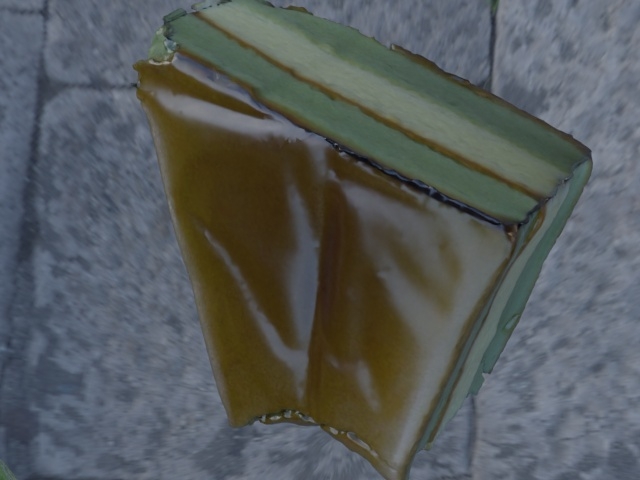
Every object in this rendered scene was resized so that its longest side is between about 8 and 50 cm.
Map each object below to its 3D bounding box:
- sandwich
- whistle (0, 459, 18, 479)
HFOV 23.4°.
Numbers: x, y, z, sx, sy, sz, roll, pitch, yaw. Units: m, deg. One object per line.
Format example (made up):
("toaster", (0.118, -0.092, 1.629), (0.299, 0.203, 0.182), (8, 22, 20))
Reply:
("sandwich", (0.000, 0.000, 0.873), (0.227, 0.155, 0.198), (30, 120, 15))
("whistle", (-0.125, 0.215, 0.837), (0.085, 0.105, 0.227), (-36, 85, -5))
